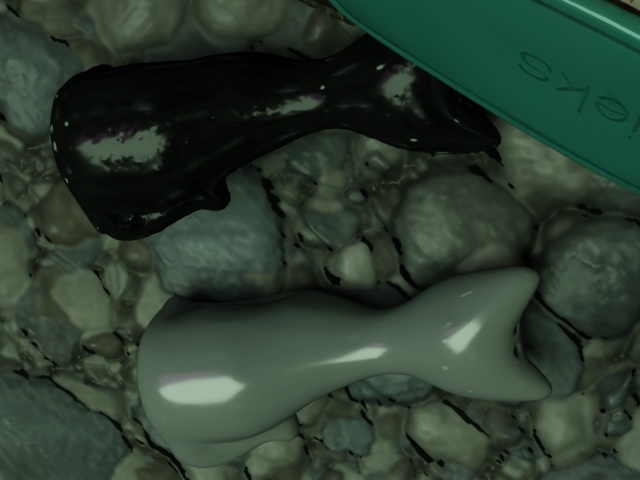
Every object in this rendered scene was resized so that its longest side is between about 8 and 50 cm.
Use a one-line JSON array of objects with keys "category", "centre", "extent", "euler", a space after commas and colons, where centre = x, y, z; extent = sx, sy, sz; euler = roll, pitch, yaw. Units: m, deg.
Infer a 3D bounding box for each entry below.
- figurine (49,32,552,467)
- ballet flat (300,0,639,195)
[{"category": "figurine", "centre": [0.000, 0.000, 0.583], "extent": [0.209, 0.092, 0.215], "euler": [-10, 108, 19]}, {"category": "ballet flat", "centre": [0.004, -0.168, 0.471], "extent": [0.482, 0.182, 0.164], "euler": [23, 159, 7]}]
